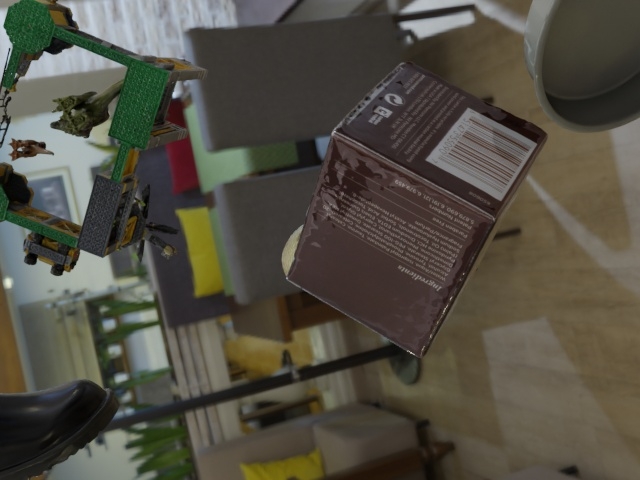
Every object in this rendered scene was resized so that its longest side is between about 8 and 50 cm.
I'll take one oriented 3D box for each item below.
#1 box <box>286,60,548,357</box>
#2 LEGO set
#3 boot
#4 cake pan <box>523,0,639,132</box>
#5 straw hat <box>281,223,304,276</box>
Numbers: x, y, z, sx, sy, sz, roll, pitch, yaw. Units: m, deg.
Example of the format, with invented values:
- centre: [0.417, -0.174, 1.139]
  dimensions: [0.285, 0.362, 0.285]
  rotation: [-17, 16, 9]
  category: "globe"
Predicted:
- centre: [0.093, -0.032, 0.839]
  dimensions: [0.167, 0.168, 0.203]
  rotation: [30, 134, 11]
  category: "box"
- centre: [-0.285, -0.137, 1.060]
  dimensions: [0.192, 0.254, 0.331]
  rotation: [-55, -22, -75]
  category: "LEGO set"
- centre: [-0.479, 0.210, 1.139]
  dimensions: [0.260, 0.348, 0.131]
  rotation: [70, 168, -17]
  category: "boot"
- centre: [0.353, -0.260, 0.953]
  dimensions: [0.054, 0.293, 0.293]
  rotation: [-124, 29, -41]
  category: "cake pan"
- centre: [0.000, 0.000, 1.248]
  dimensions: [0.144, 0.144, 0.061]
  rotation: [62, -179, 37]
  category: "straw hat"
